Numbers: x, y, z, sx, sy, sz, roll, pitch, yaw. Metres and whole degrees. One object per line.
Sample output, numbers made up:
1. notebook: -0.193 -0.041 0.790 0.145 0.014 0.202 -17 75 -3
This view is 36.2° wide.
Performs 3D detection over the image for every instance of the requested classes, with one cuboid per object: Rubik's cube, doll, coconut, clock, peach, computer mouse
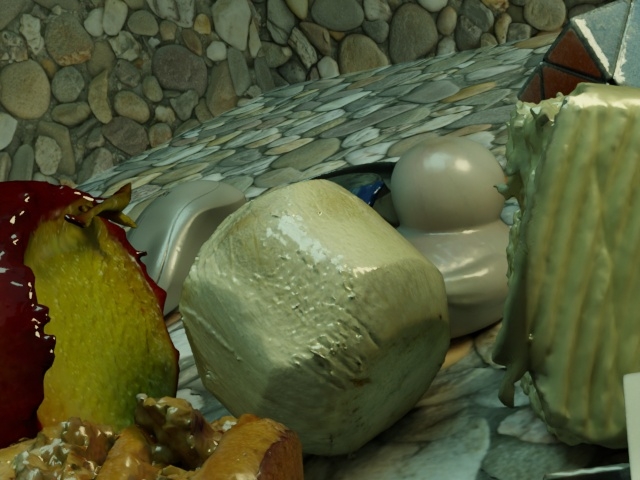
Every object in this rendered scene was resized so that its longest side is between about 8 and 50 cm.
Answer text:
1. Rubik's cube: 0.419 -0.190 1.292 0.205 0.205 0.207 -23 -16 -16
2. doll: 0.131 -0.007 1.124 0.251 0.221 0.221 -26 19 -25
3. coconut: -0.017 0.067 0.948 0.245 0.245 0.247 -29 53 -33
4. clock: 0.004 -0.045 1.625 0.319 0.066 0.319 -16 17 5
5. peach: -0.326 0.118 0.988 0.310 0.335 0.406 -14 23 11
6. computer mouse: -0.235 0.004 1.516 0.184 0.121 0.297 -3 37 50

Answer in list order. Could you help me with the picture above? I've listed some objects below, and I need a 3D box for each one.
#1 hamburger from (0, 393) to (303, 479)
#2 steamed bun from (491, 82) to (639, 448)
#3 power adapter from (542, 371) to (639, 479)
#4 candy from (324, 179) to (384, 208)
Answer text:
1. hamburger: -0.111 0.236 0.609 0.211 0.260 0.245 -1 63 5
2. steamed bun: 0.256 0.011 0.835 0.273 0.290 0.272 0 11 -3
3. power adapter: 0.265 0.156 0.614 0.255 0.124 0.187 -12 17 19
4. candy: 0.000 0.000 1.281 0.187 0.077 0.331 -63 8 -4
